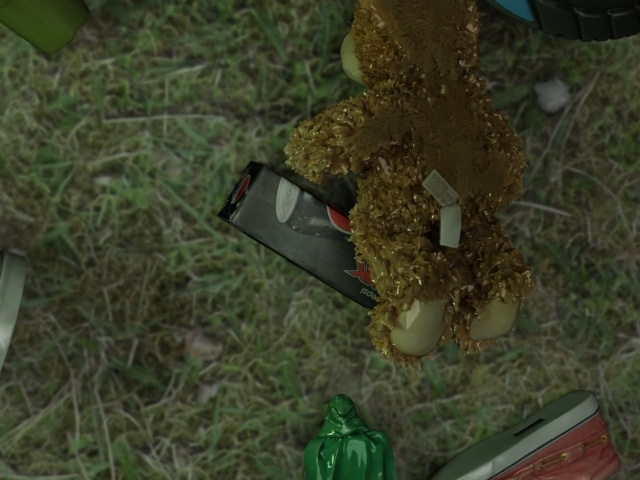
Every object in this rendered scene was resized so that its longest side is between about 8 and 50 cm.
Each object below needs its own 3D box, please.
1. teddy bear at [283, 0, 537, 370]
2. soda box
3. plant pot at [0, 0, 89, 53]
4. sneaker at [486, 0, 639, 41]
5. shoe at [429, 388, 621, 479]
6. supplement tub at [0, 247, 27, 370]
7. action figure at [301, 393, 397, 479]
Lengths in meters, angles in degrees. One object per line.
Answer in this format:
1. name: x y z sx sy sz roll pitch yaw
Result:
1. teddy bear: 0.080 -0.060 1.278 0.245 0.113 0.338 -28 101 -31
2. soda box: 0.000 0.000 1.311 0.169 0.053 0.060 32 89 -18
3. plant pot: -0.227 -0.192 1.215 0.083 0.083 0.079 -48 119 -4
4. sneaker: 0.269 -0.249 1.307 0.341 0.139 0.125 -1 121 -17
5. shoe: 0.187 0.211 1.386 0.178 0.063 0.081 -28 99 -14
6. supplement tub: -0.339 0.044 1.177 0.200 0.144 0.144 17 93 -17
7. action figure: 0.023 0.246 1.348 0.137 0.063 0.232 -4 103 -13
